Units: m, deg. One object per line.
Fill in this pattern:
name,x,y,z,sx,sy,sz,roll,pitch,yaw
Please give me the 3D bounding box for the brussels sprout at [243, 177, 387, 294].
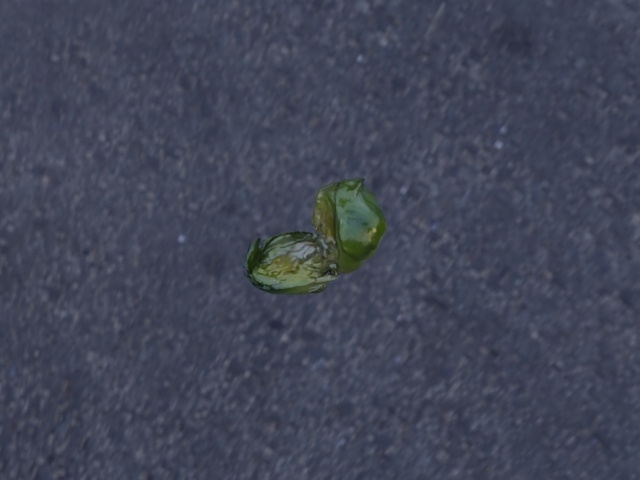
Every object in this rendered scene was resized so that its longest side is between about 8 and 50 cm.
brussels sprout,0.000,0.001,0.885,0.051,0.083,0.046,41,27,-27
